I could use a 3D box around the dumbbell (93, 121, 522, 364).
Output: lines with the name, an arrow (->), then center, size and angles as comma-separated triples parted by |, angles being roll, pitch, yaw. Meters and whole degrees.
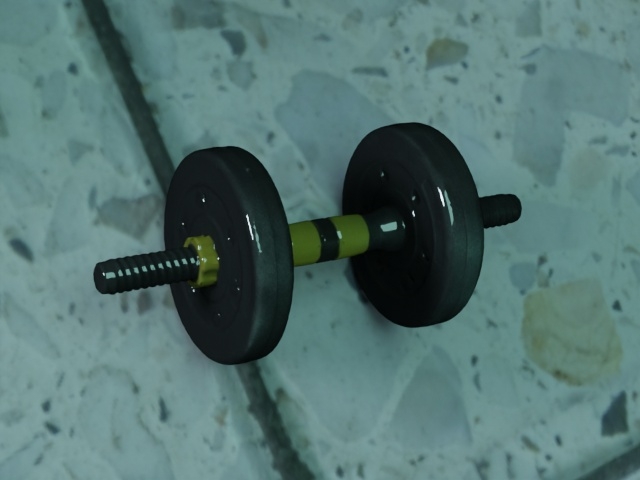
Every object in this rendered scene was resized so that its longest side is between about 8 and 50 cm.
dumbbell -> 0.000, 0.000, 1.176 | 0.325, 0.143, 0.143 | -9, 80, -29
